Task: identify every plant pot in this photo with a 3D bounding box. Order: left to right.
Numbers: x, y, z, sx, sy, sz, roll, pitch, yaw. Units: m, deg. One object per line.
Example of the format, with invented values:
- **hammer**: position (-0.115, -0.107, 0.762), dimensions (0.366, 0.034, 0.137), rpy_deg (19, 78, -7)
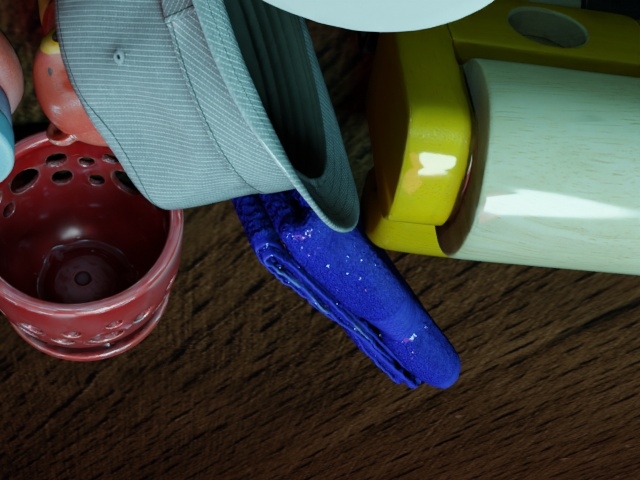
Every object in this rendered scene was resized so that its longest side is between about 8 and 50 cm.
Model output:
- **plant pot**: position (-0.226, 0.016, 0.993), dimensions (0.191, 0.191, 0.174), rpy_deg (5, 151, -6)

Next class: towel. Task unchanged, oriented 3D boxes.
- **towel**: position (0.000, 0.000, 0.926), dimensions (0.076, 0.227, 0.308), rpy_deg (-37, 140, 4)

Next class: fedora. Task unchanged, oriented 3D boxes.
- **fedora**: position (-0.081, -0.117, 0.678), dimensions (0.124, 0.275, 0.244), rpy_deg (-18, -176, 14)

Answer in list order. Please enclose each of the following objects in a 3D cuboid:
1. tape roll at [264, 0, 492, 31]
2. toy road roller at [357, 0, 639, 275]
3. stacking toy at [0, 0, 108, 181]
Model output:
- **tape roll**: position (0.024, -0.244, 0.489), dimensions (0.246, 0.169, 0.246), rpy_deg (22, 150, 13)
- **toy road roller**: position (0.124, -0.056, 0.731), dimensions (0.203, 0.329, 0.240), rpy_deg (6, 127, -8)
- **stacking toy**: position (-0.284, -0.142, 0.787), dimensions (0.309, 0.130, 0.279), rpy_deg (-18, 144, 28)
